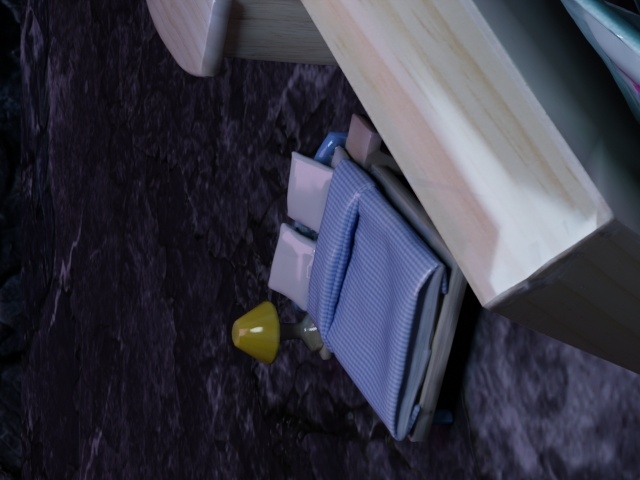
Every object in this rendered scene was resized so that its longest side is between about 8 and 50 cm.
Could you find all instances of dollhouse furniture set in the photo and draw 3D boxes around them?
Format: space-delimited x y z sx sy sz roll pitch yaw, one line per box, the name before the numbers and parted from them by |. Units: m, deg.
dollhouse furniture set | 0.000 0.000 0.940 0.286 0.198 0.303 -124 41 -56

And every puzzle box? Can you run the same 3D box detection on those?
puzzle box | 0.041 -0.125 0.661 0.052 0.272 0.409 -38 63 17

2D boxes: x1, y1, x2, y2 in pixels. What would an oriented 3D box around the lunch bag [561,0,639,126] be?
lunch bag | 0.164 -0.084 0.487 0.223 0.160 0.262 38 -135 -63
